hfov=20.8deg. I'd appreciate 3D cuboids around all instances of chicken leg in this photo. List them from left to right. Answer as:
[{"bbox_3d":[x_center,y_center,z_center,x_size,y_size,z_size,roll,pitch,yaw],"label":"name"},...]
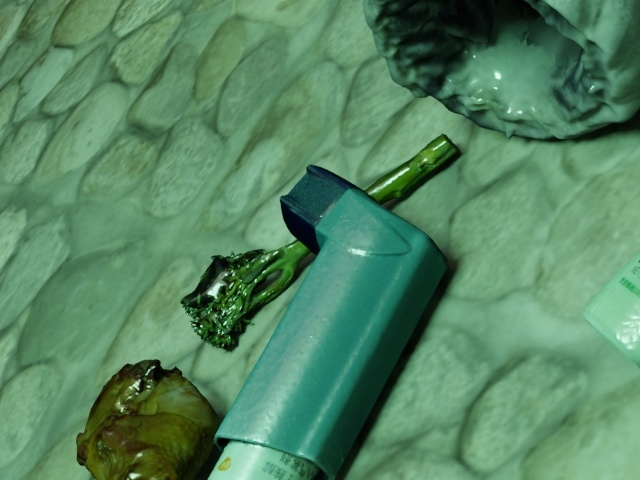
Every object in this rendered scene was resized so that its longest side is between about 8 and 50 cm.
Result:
[{"bbox_3d":[-0.120,0.160,1.211,0.107,0.087,0.251,-51,14,10],"label":"chicken leg"}]

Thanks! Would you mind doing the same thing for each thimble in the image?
[{"bbox_3d":[0.140,-0.182,1.173,0.157,0.217,0.245,-62,1,-19],"label":"thimble"}]

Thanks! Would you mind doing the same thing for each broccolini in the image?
[{"bbox_3d":[0.002,0.000,1.339,0.254,0.071,0.057,-31,-5,15],"label":"broccolini"}]

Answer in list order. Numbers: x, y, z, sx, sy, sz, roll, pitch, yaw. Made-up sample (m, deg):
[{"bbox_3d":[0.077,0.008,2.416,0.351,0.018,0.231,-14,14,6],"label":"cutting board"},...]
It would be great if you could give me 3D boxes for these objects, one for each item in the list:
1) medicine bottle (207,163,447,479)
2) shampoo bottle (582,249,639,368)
[{"bbox_3d":[-0.007,0.075,1.210,0.124,0.079,0.258,16,69,32],"label":"medicine bottle"},{"bbox_3d":[0.240,-0.007,1.046,0.190,0.041,0.069,-47,28,3],"label":"shampoo bottle"}]
